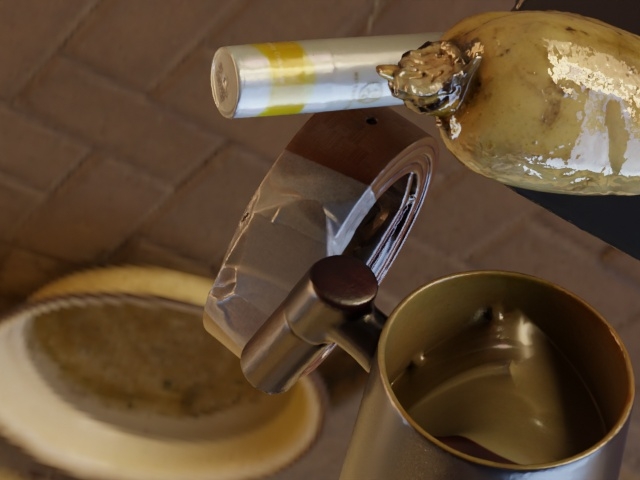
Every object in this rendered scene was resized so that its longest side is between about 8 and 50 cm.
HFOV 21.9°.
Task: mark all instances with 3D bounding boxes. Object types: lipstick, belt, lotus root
[{"bbox_3d":[0.044,-0.135,1.319,0.264,0.059,0.059,-7,145,-26],"label":"lipstick"},{"bbox_3d":[0.000,0.000,1.438,0.105,0.184,0.261,37,102,18],"label":"belt"},{"bbox_3d":[0.088,-0.054,0.621,0.152,0.072,0.063,7,154,-23],"label":"lotus root"}]

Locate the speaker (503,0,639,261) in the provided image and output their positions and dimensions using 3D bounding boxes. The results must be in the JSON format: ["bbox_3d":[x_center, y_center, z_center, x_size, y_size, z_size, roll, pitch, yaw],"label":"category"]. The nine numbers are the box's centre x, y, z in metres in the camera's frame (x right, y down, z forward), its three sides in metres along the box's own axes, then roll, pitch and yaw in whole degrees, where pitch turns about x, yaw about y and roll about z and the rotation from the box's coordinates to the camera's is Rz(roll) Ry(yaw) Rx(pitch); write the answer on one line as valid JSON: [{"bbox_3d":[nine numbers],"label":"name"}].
[{"bbox_3d":[0.267,-0.144,1.203,0.184,0.254,0.232,28,129,-16],"label":"speaker"}]

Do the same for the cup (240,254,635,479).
[{"bbox_3d":[0.056,0.119,0.948,0.239,0.166,0.177,12,137,5],"label":"cup"}]
